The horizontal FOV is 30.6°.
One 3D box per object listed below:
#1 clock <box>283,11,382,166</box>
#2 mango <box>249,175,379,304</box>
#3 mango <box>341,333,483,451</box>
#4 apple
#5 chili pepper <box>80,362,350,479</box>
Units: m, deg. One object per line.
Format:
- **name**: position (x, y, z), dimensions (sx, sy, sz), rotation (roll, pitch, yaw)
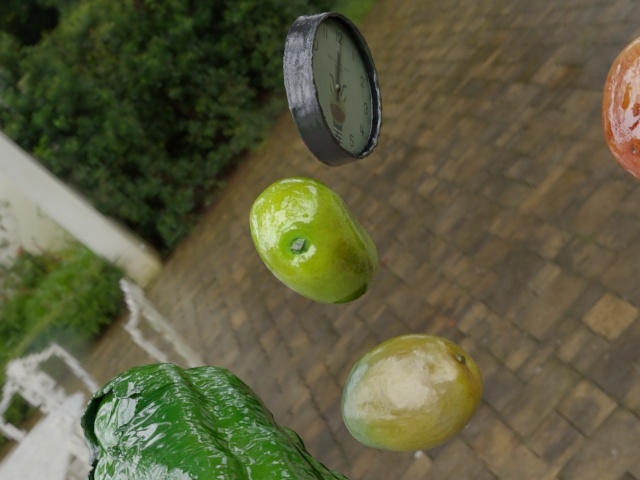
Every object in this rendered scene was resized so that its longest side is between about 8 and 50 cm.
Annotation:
- **clock**: position (0.018, -0.179, 1.377), dimensions (0.040, 0.184, 0.184), rotation (-9, 33, 28)
- **mango**: position (0.003, 0.004, 1.065), dimensions (0.089, 0.163, 0.117), rotation (-44, 51, 13)
- **mango**: position (0.094, 0.173, 1.291), dimensions (0.092, 0.130, 0.194), rotation (-19, -17, -43)
- **apple**: position (0.451, -0.165, 1.458), dimensions (0.209, 0.209, 0.164), rotation (-45, -19, 18)
- **chili pepper**: position (-0.046, 0.195, 0.685), dimensions (0.385, 0.167, 0.213), rotation (-138, 45, -71)
